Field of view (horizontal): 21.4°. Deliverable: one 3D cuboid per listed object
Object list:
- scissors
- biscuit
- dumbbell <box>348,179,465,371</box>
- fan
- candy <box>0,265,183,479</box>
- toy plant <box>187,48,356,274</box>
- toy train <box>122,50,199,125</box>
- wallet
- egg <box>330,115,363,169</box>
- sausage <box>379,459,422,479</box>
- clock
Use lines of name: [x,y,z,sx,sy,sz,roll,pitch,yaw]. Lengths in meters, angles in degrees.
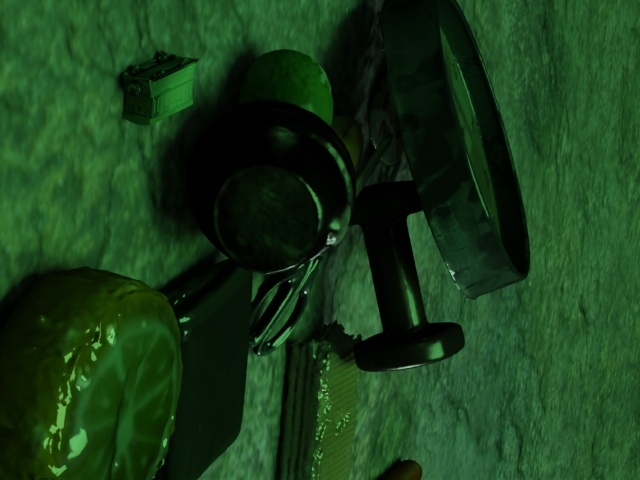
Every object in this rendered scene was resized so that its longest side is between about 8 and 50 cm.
scissors: [0.000,0.000,1.952,0.300,0.022,0.109,-58,153,-6]
biscuit: [-0.001,0.223,2.092,0.108,0.061,0.239,-24,122,-59]
dumbbell: [0.090,0.042,2.050,0.140,0.124,0.226,-18,98,-61]
fan: [0.080,-0.131,2.152,0.227,0.008,0.152,-67,154,-22]
candy: [-0.220,0.150,1.555,0.260,0.118,0.260,12,90,-70]
toy plant: [-0.048,-0.074,1.755,0.235,0.175,0.218,-88,-173,-67]
toy train: [-0.154,-0.147,1.628,0.093,0.038,0.056,-35,135,-55]
wallet: [-0.126,0.145,1.817,0.168,0.052,0.245,-39,140,-53]
egg: [0.014,-0.106,1.952,0.083,0.071,0.071,-44,143,-18]
sausage: [0.106,0.349,2.402,0.131,0.039,0.041,-33,123,-57]
clock: [0.168,-0.121,2.061,0.386,0.076,0.386,-16,90,-76]
